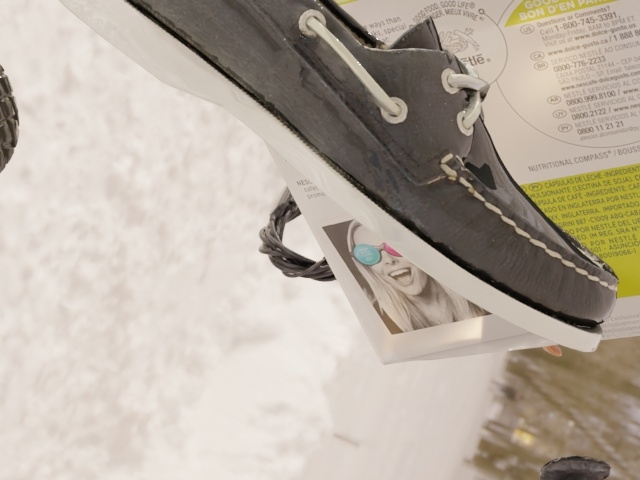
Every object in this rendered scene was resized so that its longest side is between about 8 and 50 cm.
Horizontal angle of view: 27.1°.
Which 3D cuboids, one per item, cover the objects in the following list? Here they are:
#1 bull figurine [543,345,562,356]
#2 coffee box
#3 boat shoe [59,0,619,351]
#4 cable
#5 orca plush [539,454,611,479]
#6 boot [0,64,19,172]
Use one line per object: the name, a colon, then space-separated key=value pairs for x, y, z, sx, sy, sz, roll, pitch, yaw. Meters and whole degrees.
bull figurine: x=0.300 y=-0.014 z=1.520 sx=0.310 sy=0.101 sz=0.188 roll=-59 pitch=-175 yaw=24
coffee box: x=0.177 y=-0.149 z=1.042 sx=0.334 sy=0.338 sz=0.337 roll=62 pitch=35 yaw=-30
boat shoe: x=0.020 y=-0.065 z=0.594 sx=0.091 sy=0.302 sz=0.114 roll=-55 pitch=-176 yaw=9
cable: x=0.000 y=0.000 z=1.695 sx=0.047 sy=0.151 sz=0.184 roll=-62 pitch=-177 yaw=37
orca plush: x=0.230 y=0.221 z=1.042 sx=0.102 sy=0.287 sz=0.151 roll=-62 pitch=138 yaw=-78
boot: x=-0.305 y=-0.046 z=0.797 sx=0.246 sy=0.161 sz=0.083 roll=-51 pitch=134 yaw=-55
